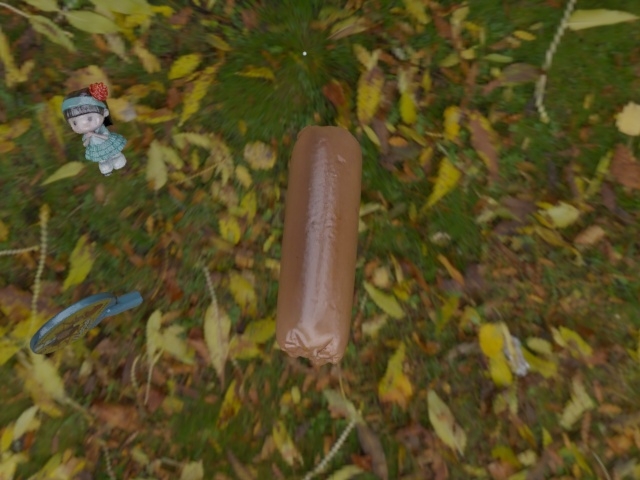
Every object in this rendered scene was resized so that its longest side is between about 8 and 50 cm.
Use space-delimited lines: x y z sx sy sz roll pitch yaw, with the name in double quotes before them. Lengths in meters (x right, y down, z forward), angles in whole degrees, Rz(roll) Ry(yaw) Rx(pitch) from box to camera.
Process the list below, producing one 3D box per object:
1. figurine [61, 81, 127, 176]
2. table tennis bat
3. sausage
"figurine" -0.249 -0.126 1.383 0.060 0.047 0.106 -11 122 20
"table tennis bat" -0.262 0.087 1.382 0.019 0.155 0.100 51 128 13
"sausage" -0.001 -0.001 1.380 0.086 0.086 0.289 6 66 -2
